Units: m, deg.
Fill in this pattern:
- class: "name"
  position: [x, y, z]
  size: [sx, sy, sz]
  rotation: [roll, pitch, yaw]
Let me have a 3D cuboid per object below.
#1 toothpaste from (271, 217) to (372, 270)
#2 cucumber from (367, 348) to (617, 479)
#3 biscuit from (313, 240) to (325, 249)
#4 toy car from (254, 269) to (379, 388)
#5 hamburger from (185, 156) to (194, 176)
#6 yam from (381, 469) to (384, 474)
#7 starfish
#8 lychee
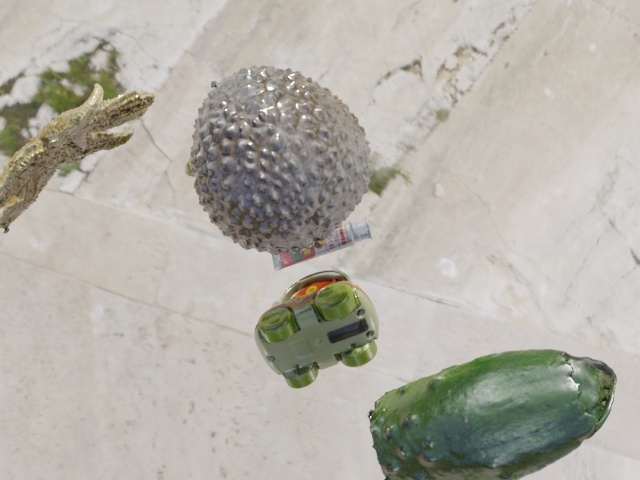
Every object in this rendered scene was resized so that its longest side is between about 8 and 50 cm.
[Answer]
- class: "toothpaste"
  position: [0.000, 0.000, 1.983]
  size: [0.234, 0.057, 0.089]
  rotation: [-14, 80, 7]
- class: "cucumber"
  position: [0.196, 0.219, 1.072]
  size: [0.325, 0.105, 0.145]
  rotation: [-25, 35, 39]
- class: "biscuit"
  position: [-0.048, -0.071, 1.770]
  size: [0.215, 0.182, 0.034]
  rotation: [55, 129, 23]
- class: "toy car"
  position: [-0.012, 0.140, 1.626]
  size: [0.235, 0.235, 0.145]
  rotation: [-16, 118, 14]
- class: "hamburger"
  position: [-0.249, -0.201, 2.149]
  size: [0.177, 0.113, 0.186]
  rotation: [-25, 38, 55]
- class: "yam"
  position: [0.220, 0.418, 1.836]
  size: [0.252, 0.061, 0.061]
  rotation: [-27, 66, -34]
- class: "starfish"
  position: [-0.350, -0.118, 1.166]
  size: [0.302, 0.299, 0.060]
  rotation: [-41, 94, -5]
- class: "lychee"
  position: [-0.061, -0.126, 1.340]
  size: [0.300, 0.300, 0.300]
  rotation: [-3, 79, 17]
